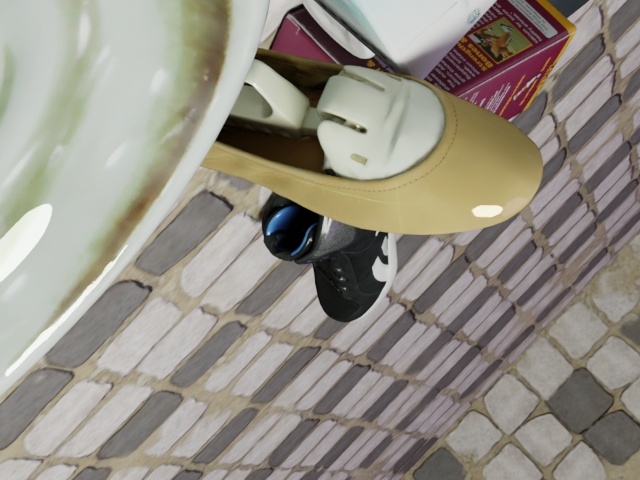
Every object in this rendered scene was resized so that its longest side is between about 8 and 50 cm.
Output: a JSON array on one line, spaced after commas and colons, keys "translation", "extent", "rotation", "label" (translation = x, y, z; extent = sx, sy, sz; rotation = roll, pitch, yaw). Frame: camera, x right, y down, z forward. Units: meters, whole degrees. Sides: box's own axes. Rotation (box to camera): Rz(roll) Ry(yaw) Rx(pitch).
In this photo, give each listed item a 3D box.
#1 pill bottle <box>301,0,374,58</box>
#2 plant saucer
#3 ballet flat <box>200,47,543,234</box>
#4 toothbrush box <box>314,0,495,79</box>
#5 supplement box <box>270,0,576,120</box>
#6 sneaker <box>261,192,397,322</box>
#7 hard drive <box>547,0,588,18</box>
[{"translation": [0.048, -0.167, 0.898], "extent": [0.120, 0.067, 0.067], "rotation": [-44, 164, -8], "label": "pill bottle"}, {"translation": [-0.191, -0.011, 0.596], "extent": [0.400, 0.100, 0.400], "rotation": [-43, 167, -13], "label": "plant saucer"}, {"translation": [-0.007, -0.057, 0.770], "extent": [0.080, 0.232, 0.073], "rotation": [-68, 153, -20], "label": "ballet flat"}, {"translation": [0.047, -0.214, 0.672], "extent": [0.216, 0.126, 0.295], "rotation": [-48, 163, 3], "label": "toothbrush box"}, {"translation": [0.061, -0.112, 0.998], "extent": [0.188, 0.104, 0.081], "rotation": [-31, 159, -40], "label": "supplement box"}, {"translation": [0.000, 0.000, 1.191], "extent": [0.121, 0.079, 0.217], "rotation": [-30, 150, -34], "label": "sneaker"}, {"translation": [0.207, -0.222, 1.244], "extent": [0.094, 0.022, 0.135], "rotation": [-40, 163, -21], "label": "hard drive"}]
